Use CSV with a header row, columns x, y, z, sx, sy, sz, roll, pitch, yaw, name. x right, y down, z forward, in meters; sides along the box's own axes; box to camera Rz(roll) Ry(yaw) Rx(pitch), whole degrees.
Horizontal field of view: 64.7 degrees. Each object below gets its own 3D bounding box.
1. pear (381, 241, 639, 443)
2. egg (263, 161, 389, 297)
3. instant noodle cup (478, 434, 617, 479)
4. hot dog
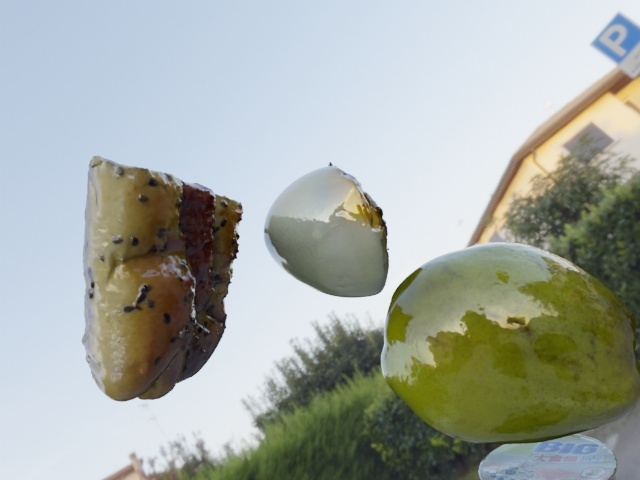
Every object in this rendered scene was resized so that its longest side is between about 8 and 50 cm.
x,y,z,sx,sy,sz,roll,pitch,yaw,name
0.233,0.130,0.643,0.306,0.253,0.252,1,3,27,pear
0.000,0.003,0.962,0.174,0.286,0.265,-22,-54,-24,egg
0.355,0.408,0.767,0.204,0.153,0.205,-13,0,0,instant noodle cup
-0.262,0.077,0.849,0.367,0.195,0.366,8,-88,-78,hot dog
